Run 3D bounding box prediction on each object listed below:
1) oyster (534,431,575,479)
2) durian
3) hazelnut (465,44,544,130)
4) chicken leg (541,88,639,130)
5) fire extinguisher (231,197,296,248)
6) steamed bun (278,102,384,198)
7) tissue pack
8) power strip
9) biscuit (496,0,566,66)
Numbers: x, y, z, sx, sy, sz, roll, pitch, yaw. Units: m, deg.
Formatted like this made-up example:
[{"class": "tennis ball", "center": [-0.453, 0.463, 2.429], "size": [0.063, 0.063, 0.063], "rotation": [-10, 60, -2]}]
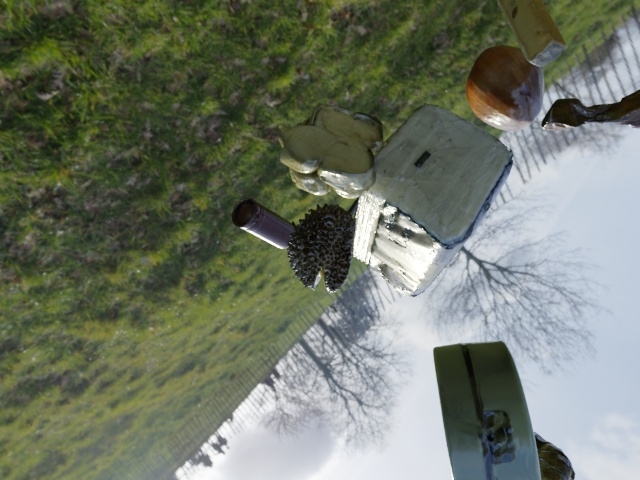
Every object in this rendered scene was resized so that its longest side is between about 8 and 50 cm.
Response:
[{"class": "oyster", "center": [0.533, 0.521, 1.147], "size": [0.094, 0.166, 0.294], "rotation": [-57, -158, 18]}, {"class": "durian", "center": [0.001, 0.001, 0.607], "size": [0.071, 0.110, 0.140], "rotation": [11, 114, -50]}, {"class": "hazelnut", "center": [0.457, -0.366, 1.133], "size": [0.176, 0.214, 0.214], "rotation": [-34, -174, 26]}, {"class": "chicken leg", "center": [0.571, -0.242, 0.869], "size": [0.305, 0.093, 0.113], "rotation": [-4, -145, -4]}, {"class": "fire extinguisher", "center": [-0.151, -0.043, 1.420], "size": [0.105, 0.104, 0.269], "rotation": [-38, 146, 16]}, {"class": "steamed bun", "center": [0.016, -0.158, 0.851], "size": [0.106, 0.193, 0.177], "rotation": [108, -7, -53]}, {"class": "tissue pack", "center": [0.227, -0.066, 1.077], "size": [0.264, 0.253, 0.416], "rotation": [-50, 167, -17]}, {"class": "power strip", "center": [0.340, 0.384, 0.978], "size": [0.162, 0.356, 0.357], "rotation": [-9, -169, 13]}, {"class": "biscuit", "center": [0.362, -0.384, 0.805], "size": [0.052, 0.187, 0.056], "rotation": [7, 147, -27]}]
